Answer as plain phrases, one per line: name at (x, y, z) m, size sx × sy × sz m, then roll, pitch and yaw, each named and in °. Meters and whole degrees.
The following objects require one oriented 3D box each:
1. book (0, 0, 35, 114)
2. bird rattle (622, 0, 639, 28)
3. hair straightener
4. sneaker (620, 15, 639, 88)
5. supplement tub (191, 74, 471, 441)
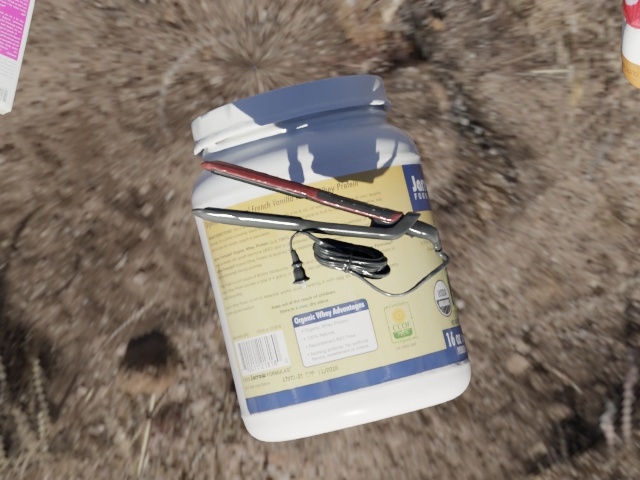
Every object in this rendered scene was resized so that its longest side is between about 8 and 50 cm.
book at (-0.309, -0.198, 1.494) m, size 0.096 × 0.035 × 0.144 m, roll 21°, pitch 71°, yaw -33°
bird rattle at (0.277, -0.112, 0.811) m, size 0.253 × 0.207 × 0.143 m, roll 0°, pitch 138°, yaw 9°
hair straightener at (0.000, 0.000, 1.416) m, size 0.230 × 0.047 × 0.089 m, roll 14°, pitch 87°, yaw -11°
sneaker at (0.423, -0.231, 1.694) m, size 0.290 × 0.106 × 0.123 m, roll -17°, pitch 138°, yaw -21°
supplement tub at (0.004, 0.017, 1.592) m, size 0.228 × 0.228 × 0.316 m, roll -13°, pitch 87°, yaw -1°
